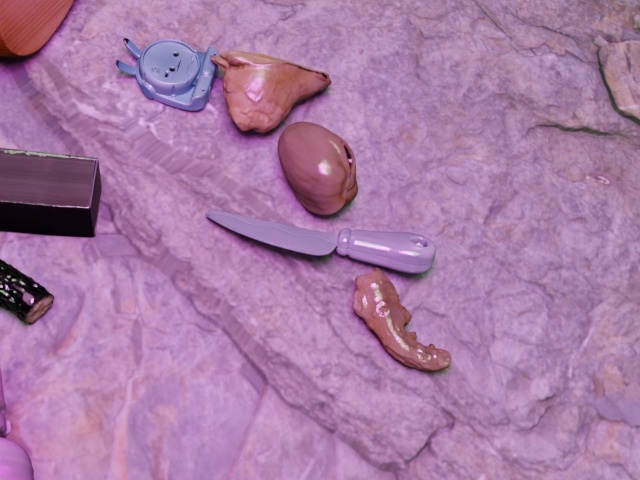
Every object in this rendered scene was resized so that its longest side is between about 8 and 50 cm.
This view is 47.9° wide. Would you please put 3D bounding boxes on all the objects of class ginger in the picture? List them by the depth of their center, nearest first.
[{"bbox_3d":[0.104,0.116,0.991,0.069,0.051,0.173,-32,81,-30],"label":"ginger"},{"bbox_3d":[-0.063,-0.223,1.102,0.193,0.115,0.123,-1,93,-31],"label":"ginger"}]

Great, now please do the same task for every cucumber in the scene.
[{"bbox_3d":[-0.425,0.040,0.902,0.187,0.058,0.058,28,62,1],"label":"cucumber"}]

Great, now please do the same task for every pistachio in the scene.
[{"bbox_3d":[-0.005,-0.109,1.049,0.113,0.113,0.149,-26,58,-23],"label":"pistachio"}]

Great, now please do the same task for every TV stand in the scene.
[{"bbox_3d":[-0.429,-0.067,0.934,0.269,0.088,0.083,6,65,-10],"label":"TV stand"}]

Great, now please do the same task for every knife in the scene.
[{"bbox_3d":[0.001,0.001,1.015,0.331,0.044,0.080,8,31,-6],"label":"knife"}]

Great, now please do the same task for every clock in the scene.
[{"bbox_3d":[-0.234,-0.261,1.098,0.147,0.045,0.108,13,61,-6],"label":"clock"}]

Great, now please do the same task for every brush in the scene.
[{"bbox_3d":[-0.463,-0.392,1.052,0.166,0.174,0.267,21,49,8],"label":"brush"}]

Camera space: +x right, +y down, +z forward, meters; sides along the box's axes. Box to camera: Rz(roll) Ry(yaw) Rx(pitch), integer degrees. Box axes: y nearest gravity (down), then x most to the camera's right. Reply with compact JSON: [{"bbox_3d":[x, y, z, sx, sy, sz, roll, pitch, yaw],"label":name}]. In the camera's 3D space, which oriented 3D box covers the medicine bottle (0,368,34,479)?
[{"bbox_3d":[-0.407,0.253,0.690,0.256,0.256,0.325,-8,65,-16],"label":"medicine bottle"}]
